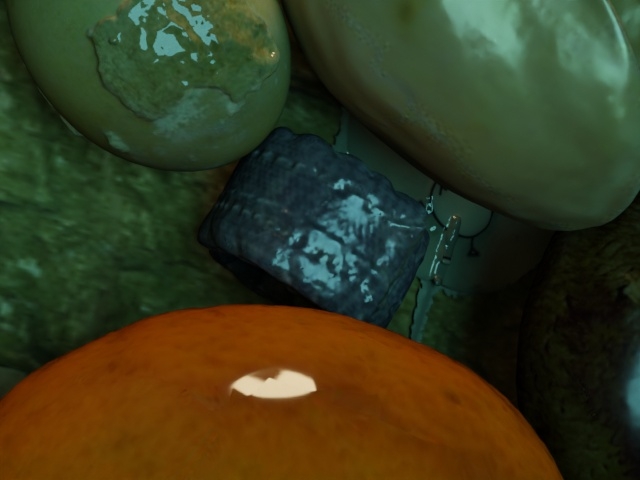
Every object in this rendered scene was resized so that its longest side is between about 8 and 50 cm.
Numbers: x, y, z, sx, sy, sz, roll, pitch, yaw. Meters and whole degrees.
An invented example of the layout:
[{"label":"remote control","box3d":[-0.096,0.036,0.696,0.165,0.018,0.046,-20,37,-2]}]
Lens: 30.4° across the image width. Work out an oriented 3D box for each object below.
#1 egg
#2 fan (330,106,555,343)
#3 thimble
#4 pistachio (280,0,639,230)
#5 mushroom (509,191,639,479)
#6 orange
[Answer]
[{"label":"egg","box3d":[-0.107,-0.134,0.744,0.201,0.164,0.164,46,75,-13]},{"label":"fan","box3d":[0.097,0.009,0.918,0.233,0.012,0.414,18,84,-22]},{"label":"thimble","box3d":[-0.002,-0.001,0.804,0.150,0.150,0.097,36,78,-20]},{"label":"pistachio","box3d":[0.103,-0.151,0.779,0.321,0.238,0.229,44,54,6]},{"label":"mushroom","box3d":[0.272,0.113,0.885,0.239,0.345,0.345,27,78,22]},{"label":"orange","box3d":[-0.037,0.245,0.689,0.424,0.326,0.423,0,89,-6]}]
